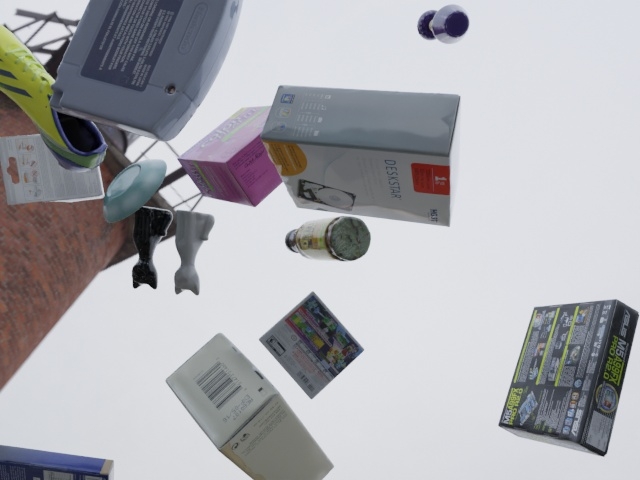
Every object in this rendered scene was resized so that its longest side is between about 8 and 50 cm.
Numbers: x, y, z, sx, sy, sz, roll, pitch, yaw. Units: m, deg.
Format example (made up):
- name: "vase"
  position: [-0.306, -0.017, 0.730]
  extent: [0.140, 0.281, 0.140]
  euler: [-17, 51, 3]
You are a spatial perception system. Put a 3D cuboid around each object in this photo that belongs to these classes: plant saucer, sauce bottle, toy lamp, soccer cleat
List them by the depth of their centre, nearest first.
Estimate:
- name: "soccer cleat"
  position: [-0.454, -0.244, 0.859]
  extent: [0.121, 0.093, 0.289]
  euler: [-14, -63, 45]
- name: "toy lamp"
  position: [0.268, -0.473, 1.151]
  extent: [0.080, 0.274, 0.080]
  euler: [0, -67, -1]
- name: "plant saucer"
  position: [-0.444, -0.128, 1.225]
  extent: [0.195, 0.194, 0.037]
  euler: [-19, -47, 26]
- name: "sauce bottle"
  position: [0.000, 0.000, 1.347]
  extent: [0.111, 0.111, 0.344]
  euler: [43, -19, -18]

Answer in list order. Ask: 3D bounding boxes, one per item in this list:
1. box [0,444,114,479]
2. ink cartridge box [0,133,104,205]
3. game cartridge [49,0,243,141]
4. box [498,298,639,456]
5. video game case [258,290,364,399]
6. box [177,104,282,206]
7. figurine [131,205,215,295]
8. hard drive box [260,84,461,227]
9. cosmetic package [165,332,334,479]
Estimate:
- name: "box"
  position: [-0.465, 0.411, 0.884]
  extent: [0.225, 0.036, 0.136]
  euler: [9, -63, -6]
- name: "ink cartridge box"
  position: [-0.698, -0.187, 1.371]
  extent: [0.225, 0.056, 0.180]
  euler: [-10, -93, -20]
- name: "game cartridge"
  position: [-0.216, -0.280, 0.696]
  extent: [0.196, 0.294, 0.060]
  euler: [17, -9, 17]
- name: "box"
  position: [0.465, 0.249, 0.999]
  extent: [0.060, 0.270, 0.216]
  euler: [29, -19, -11]
- name: "video game case"
  position: [-0.021, 0.261, 1.320]
  extent: [0.183, 0.023, 0.201]
  euler: [-41, -90, -10]
- name: "box"
  position: [-0.161, -0.195, 1.170]
  extent: [0.243, 0.213, 0.117]
  euler: [14, -38, 52]
- name: "figurine"
  position: [-0.372, 0.028, 1.298]
  extent: [0.215, 0.092, 0.209]
  euler: [6, -91, 23]
- name: "hard drive box"
  position: [0.063, -0.110, 0.701]
  extent: [0.232, 0.089, 0.181]
  euler: [8, -24, 18]
- name: "cosmetic package"
  position: [-0.101, 0.300, 0.848]
  extent: [0.160, 0.113, 0.309]
  euler: [34, -23, 39]
